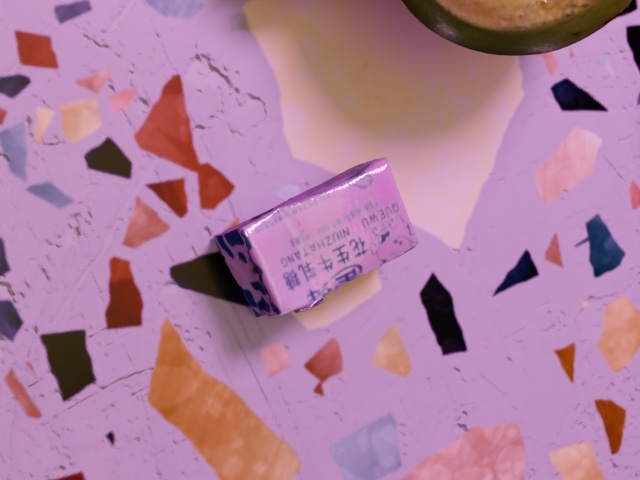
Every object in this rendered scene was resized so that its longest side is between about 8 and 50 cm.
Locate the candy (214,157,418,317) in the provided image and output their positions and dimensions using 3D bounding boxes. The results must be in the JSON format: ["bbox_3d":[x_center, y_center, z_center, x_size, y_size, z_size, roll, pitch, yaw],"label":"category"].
[{"bbox_3d":[0.000,0.000,1.304,0.160,0.073,0.092,-26,97,-20],"label":"candy"}]

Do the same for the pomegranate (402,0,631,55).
[{"bbox_3d":[0.124,-0.305,1.290,0.358,0.216,0.309,-17,99,8],"label":"pomegranate"}]
